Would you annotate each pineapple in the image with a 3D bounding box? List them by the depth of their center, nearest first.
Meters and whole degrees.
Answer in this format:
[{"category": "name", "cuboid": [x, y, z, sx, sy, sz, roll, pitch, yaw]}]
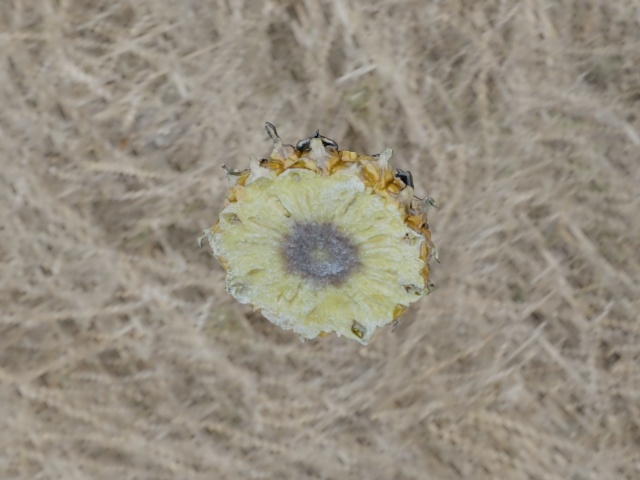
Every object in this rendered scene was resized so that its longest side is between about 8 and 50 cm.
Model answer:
[{"category": "pineapple", "cuboid": [0.000, 0.000, 1.462, 0.221, 0.047, 0.221, 4, 123, 6]}]
